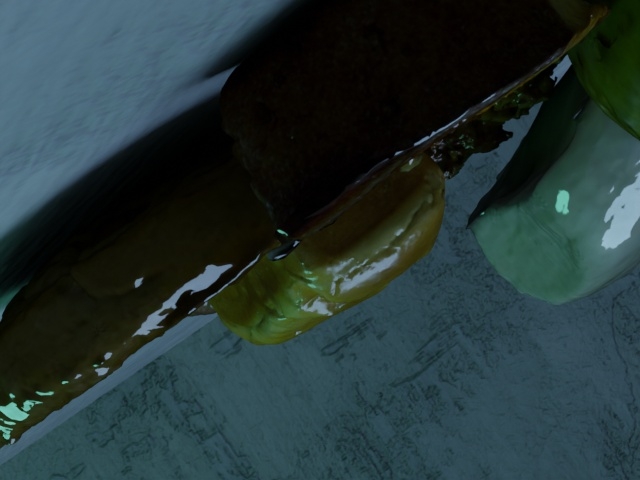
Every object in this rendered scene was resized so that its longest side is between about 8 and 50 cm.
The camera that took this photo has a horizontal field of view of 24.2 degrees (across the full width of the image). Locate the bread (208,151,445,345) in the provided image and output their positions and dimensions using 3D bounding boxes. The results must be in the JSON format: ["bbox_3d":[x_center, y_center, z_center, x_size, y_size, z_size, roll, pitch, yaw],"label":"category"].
[{"bbox_3d":[0.000,0.000,1.324,0.167,0.132,0.294,-27,177,-21],"label":"bread"}]

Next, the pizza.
[{"bbox_3d":[0.159,-0.132,1.459,0.161,0.085,0.305,-32,175,-44],"label":"pizza"}]

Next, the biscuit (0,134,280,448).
[{"bbox_3d":[-0.090,0.009,0.827,0.296,0.075,0.296,-38,-177,2],"label":"biscuit"}]

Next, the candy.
[{"bbox_3d":[0.316,-0.128,1.474,0.427,0.186,0.386,-59,177,-31],"label":"candy"}]

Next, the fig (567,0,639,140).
[{"bbox_3d":[0.221,-0.162,0.743,0.233,0.233,0.314,-35,150,4],"label":"fig"}]

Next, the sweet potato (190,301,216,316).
[{"bbox_3d":[-0.115,0.049,1.479,0.226,0.068,0.068,-33,177,-28],"label":"sweet potato"}]

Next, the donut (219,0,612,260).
[{"bbox_3d":[0.051,-0.092,0.707,0.141,0.085,0.217,-37,178,36],"label":"donut"}]
